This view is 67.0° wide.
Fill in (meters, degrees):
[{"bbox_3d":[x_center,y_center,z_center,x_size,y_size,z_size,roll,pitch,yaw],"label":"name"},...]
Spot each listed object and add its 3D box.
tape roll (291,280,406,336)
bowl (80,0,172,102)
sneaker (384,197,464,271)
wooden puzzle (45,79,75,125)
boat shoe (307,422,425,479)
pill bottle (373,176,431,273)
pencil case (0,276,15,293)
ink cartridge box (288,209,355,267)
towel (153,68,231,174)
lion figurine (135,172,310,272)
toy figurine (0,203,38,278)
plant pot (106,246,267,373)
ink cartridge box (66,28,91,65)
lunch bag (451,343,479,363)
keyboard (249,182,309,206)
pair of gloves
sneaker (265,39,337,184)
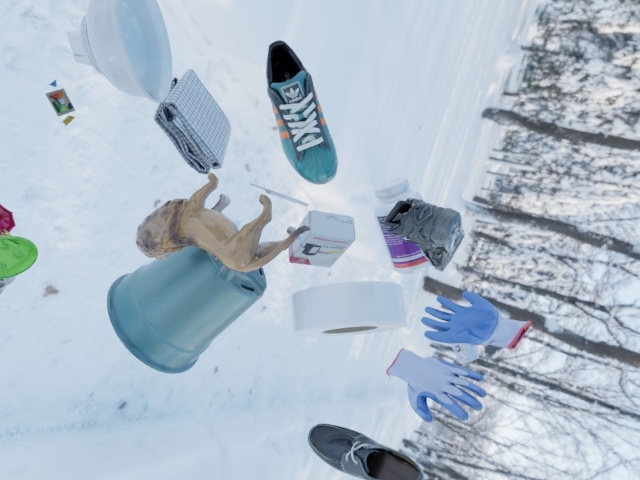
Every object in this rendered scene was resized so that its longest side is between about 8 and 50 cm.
[{"bbox_3d":[0.070,0.178,1.215,0.286,0.286,0.100,44,39,-69],"label":"tape roll"},{"bbox_3d":[-0.478,-0.480,1.168,0.298,0.134,0.297,-5,90,-86],"label":"bowl"},{"bbox_3d":[0.201,-0.015,0.924,0.087,0.130,0.227,-58,154,-7],"label":"sneaker"},{"bbox_3d":[-0.730,-0.389,1.362,0.116,0.014,0.078,64,28,-28],"label":"wooden puzzle"},{"bbox_3d":[0.080,0.395,0.891,0.084,0.233,0.079,-56,152,-31],"label":"boat shoe"},{"bbox_3d":[0.300,-0.054,1.727,0.181,0.182,0.322,-42,115,-56],"label":"pill bottle"},{"bbox_3d":[-1.019,0.224,1.314,0.410,0.160,0.183,-55,-171,-1],"label":"pencil case"},{"bbox_3d":[0.000,0.000,1.291,0.175,0.128,0.072,128,-35,-55],"label":"ink cartridge box"},{"bbox_3d":[-0.432,-0.398,1.642,0.283,0.121,0.235,54,30,-40],"label":"towel"},{"bbox_3d":[-0.241,-0.014,1.136,0.240,0.392,0.142,-54,148,-28],"label":"lion figurine"},{"bbox_3d":[-0.731,-0.023,1.064,0.130,0.159,0.173,-36,151,-5],"label":"toy figurine"},{"bbox_3d":[-0.358,0.144,1.384,0.334,0.341,0.341,-38,168,16],"label":"plant pot"},{"bbox_3d":[-0.574,-0.561,1.361,0.203,0.148,0.085,-43,142,-42],"label":"ink cartridge box"},{"bbox_3d":[0.337,0.249,1.131,0.083,0.053,0.071,36,34,-69],"label":"lunch bag"},{"bbox_3d":[-0.115,-0.134,1.424,0.014,0.072,0.256,-65,157,5],"label":"keyboard"},{"bbox_3d":[0.176,0.150,0.651,0.198,0.159,0.023,-47,119,-19],"label":"pair of gloves"},{"bbox_3d":[-0.049,-0.259,0.972,0.121,0.108,0.302,62,6,-77],"label":"sneaker"}]
